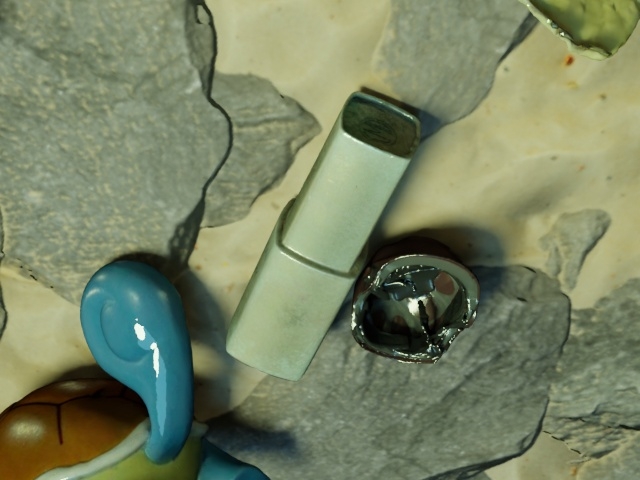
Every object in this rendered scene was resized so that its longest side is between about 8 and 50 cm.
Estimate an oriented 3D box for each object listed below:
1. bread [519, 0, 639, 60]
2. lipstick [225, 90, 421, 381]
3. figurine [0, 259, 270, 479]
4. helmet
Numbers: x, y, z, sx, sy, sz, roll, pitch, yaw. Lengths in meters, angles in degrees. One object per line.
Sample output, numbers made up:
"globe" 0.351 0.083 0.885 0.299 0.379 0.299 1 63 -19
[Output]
"bread" 0.131 -0.227 0.681 0.240 0.178 0.135 39 128 -20
"lipstick" 0.000 0.000 0.973 0.077 0.079 0.253 22 130 -4
"figurine" -0.217 0.218 1.117 0.243 0.298 0.416 51 126 11
"helmet" 0.075 0.039 0.997 0.098 0.070 0.123 19 125 -14
